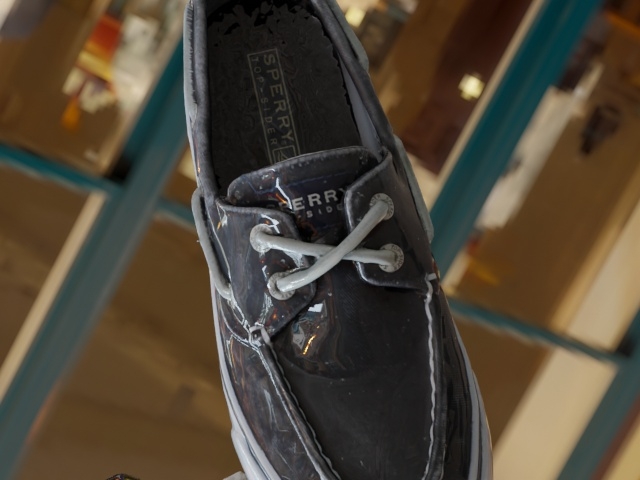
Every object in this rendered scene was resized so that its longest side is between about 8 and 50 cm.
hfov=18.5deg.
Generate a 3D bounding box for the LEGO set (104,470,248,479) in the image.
[{"bbox_3d":[-0.043,0.236,1.197,0.244,0.060,0.182,61,-157,2],"label":"LEGO set"}]

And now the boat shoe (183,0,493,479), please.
[{"bbox_3d":[0.000,0.000,0.829,0.102,0.108,0.301,82,176,-62],"label":"boat shoe"}]
